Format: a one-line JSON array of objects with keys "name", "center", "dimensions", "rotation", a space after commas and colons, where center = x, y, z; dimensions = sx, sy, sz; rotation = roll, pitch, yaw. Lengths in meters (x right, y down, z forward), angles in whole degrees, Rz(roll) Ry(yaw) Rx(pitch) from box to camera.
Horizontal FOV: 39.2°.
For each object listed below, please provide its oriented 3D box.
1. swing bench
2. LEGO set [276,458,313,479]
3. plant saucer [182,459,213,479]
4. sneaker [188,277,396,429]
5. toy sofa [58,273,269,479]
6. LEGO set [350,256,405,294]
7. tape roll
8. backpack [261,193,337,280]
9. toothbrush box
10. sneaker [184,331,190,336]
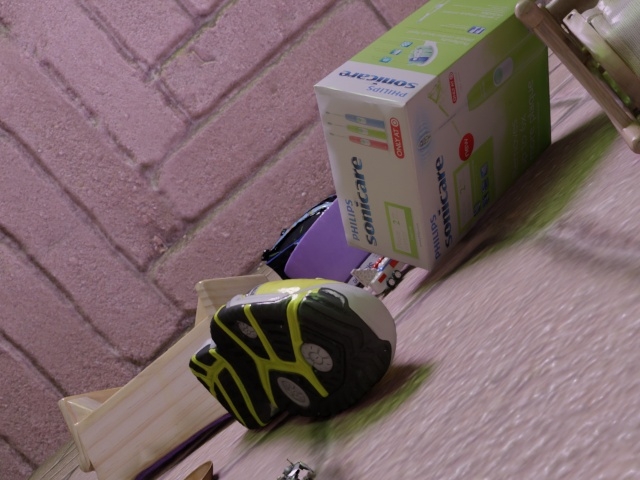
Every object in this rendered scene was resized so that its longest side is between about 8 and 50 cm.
[{"name": "swing bench", "center": [0.333, -0.234, 0.818], "dimensions": [0.253, 0.165, 0.254], "rotation": [-41, -1, 21]}, {"name": "LEGO set", "center": [-0.031, 0.195, 0.696], "dimensions": [0.054, 0.023, 0.083], "rotation": [-41, 5, 13]}, {"name": "plant saucer", "center": [-0.142, 0.271, 0.963], "dimensions": [0.083, 0.015, 0.083], "rotation": [-42, 5, 5]}, {"name": "sneaker", "center": [-0.024, 0.087, 0.904], "dimensions": [0.147, 0.145, 0.384], "rotation": [-45, 7, -25]}, {"name": "toy sofa", "center": [-0.194, 0.215, 1.285], "dimensions": [0.362, 0.177, 0.150], "rotation": [-40, -19, 27]}, {"name": "LEGO set", "center": [0.130, -0.020, 1.153], "dimensions": [0.182, 0.060, 0.244], "rotation": [-45, 5, 14]}, {"name": "tape roll", "center": [0.043, 0.002, 1.216], "dimensions": [0.189, 0.080, 0.189], "rotation": [-46, -9, -10]}, {"name": "backpack", "center": [0.000, 0.000, 1.629], "dimensions": [0.173, 0.117, 0.158], "rotation": [-41, 5, 23]}, {"name": "toothbrush box", "center": [0.139, -0.137, 1.004], "dimensions": [0.122, 0.206, 0.283], "rotation": [19, 45, 37]}, {"name": "sneaker", "center": [-0.152, 0.155, 1.555], "dimensions": [0.146, 0.102, 0.293], "rotation": [-42, 5, -15]}]
